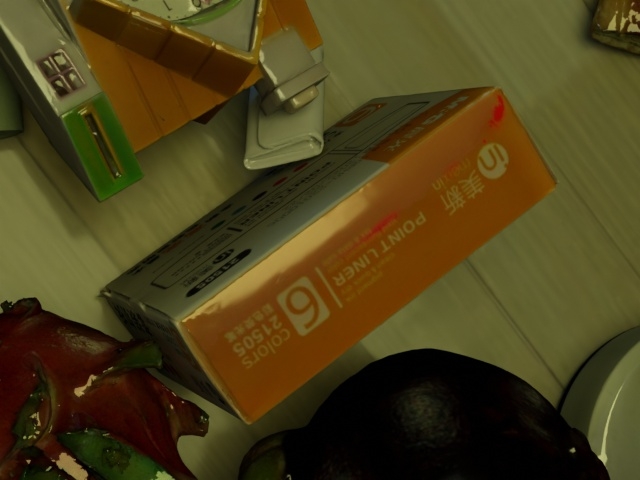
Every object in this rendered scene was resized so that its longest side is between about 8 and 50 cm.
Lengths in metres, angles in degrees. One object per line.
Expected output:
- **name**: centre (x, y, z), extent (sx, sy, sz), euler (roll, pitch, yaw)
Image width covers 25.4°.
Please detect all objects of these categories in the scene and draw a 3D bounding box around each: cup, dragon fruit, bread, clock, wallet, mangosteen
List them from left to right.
- **cup**: centre (-0.253, -0.114, 1.024), extent (0.075, 0.054, 0.083), euler (-9, 88, -15)
- **dragon fruit**: centre (-0.174, 0.144, 0.932), extent (0.200, 0.269, 0.198), euler (4, 114, -45)
- **clock**: centre (-0.133, -0.199, 0.963), extent (0.235, 0.166, 0.309), euler (-33, 91, -20)
- **wallet**: centre (-0.026, -0.102, 1.048), extent (0.061, 0.122, 0.025), euler (-18, 130, 16)
- **mangosteen**: centre (0.070, 0.221, 0.976), extent (0.287, 0.233, 0.287), euler (-11, 114, -25)
- **bread**: centre (0.278, -0.191, 1.162), extent (0.136, 0.054, 0.154), euler (-22, 84, -16)
- **clock**: centre (0.298, 0.174, 1.111), extent (0.230, 0.083, 0.230), euler (2, 83, -13)

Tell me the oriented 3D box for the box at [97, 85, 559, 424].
- **box**: centre (0.000, 0.000, 0.988), extent (0.274, 0.221, 0.091), euler (-36, 105, -17)
